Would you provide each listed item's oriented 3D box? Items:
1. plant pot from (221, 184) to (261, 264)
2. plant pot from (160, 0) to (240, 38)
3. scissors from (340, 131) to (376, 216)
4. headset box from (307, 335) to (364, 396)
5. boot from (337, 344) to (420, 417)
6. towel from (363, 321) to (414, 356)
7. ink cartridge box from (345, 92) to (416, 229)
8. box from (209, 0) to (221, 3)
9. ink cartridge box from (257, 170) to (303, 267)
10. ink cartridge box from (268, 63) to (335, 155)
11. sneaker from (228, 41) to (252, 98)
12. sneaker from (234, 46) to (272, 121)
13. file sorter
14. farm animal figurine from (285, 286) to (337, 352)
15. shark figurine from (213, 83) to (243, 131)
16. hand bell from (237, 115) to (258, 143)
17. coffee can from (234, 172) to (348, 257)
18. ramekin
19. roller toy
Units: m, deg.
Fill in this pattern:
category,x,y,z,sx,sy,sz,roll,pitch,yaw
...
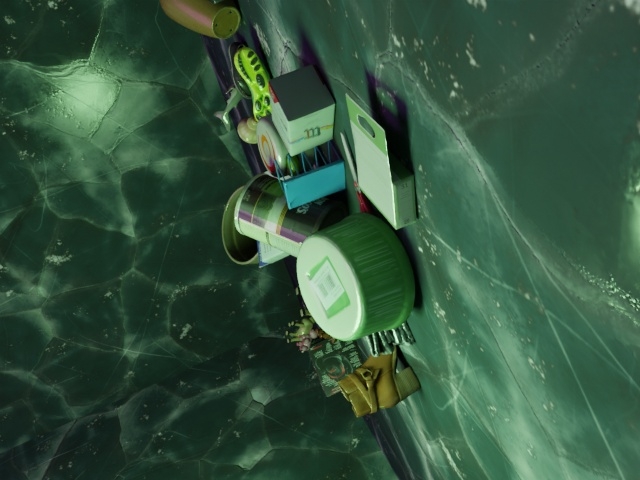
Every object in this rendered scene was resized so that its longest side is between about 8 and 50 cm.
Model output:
category,x,y,z,sx,sy,sz,roll,pitch,yaw
plant pot,-0.210,-0.052,2.387,0.323,0.280,0.323,-8,79,46
plant pot,-0.403,-0.830,2.019,0.254,0.237,0.237,46,162,28
scissors,0.095,-0.127,1.441,0.109,0.021,0.297,-161,46,-80
headset box,0.076,0.553,2.597,0.110,0.218,0.293,-141,28,-74
boot,0.153,0.406,1.788,0.109,0.220,0.283,78,166,-51
towel,0.139,0.191,1.659,0.235,0.121,0.284,161,86,-82
ink cartridge box,0.120,-0.160,1.119,0.171,0.056,0.235,-124,17,-46
box,-0.286,-0.810,1.555,0.165,0.143,0.270,-129,19,-58
ink cartridge box,-0.171,-0.095,2.092,0.330,0.071,0.324,-24,69,43
ink cartridge box,-0.047,-0.323,1.434,0.176,0.127,0.128,95,150,-71
sneaker,-0.295,-0.647,2.197,0.118,0.083,0.222,-132,21,-61
sneaker,-0.199,-0.528,1.964,0.123,0.109,0.295,-83,-23,-59
file sorter,-0.030,-0.184,1.555,0.118,0.170,0.104,82,165,-58
farm animal figurine,-0.005,0.311,2.443,0.330,0.172,0.327,-15,76,56
shark figurine,-0.323,-0.596,2.349,0.116,0.278,0.166,30,155,-28
hand bell,-0.267,-0.514,2.400,0.126,0.126,0.242,66,158,6
coffee can,-0.085,-0.062,1.682,0.275,0.201,0.201,22,149,23
ramekin,0.072,0.095,1.389,0.303,0.148,0.303,31,130,47
roller toy,-0.099,-0.300,1.735,0.191,0.146,0.209,11,118,68
